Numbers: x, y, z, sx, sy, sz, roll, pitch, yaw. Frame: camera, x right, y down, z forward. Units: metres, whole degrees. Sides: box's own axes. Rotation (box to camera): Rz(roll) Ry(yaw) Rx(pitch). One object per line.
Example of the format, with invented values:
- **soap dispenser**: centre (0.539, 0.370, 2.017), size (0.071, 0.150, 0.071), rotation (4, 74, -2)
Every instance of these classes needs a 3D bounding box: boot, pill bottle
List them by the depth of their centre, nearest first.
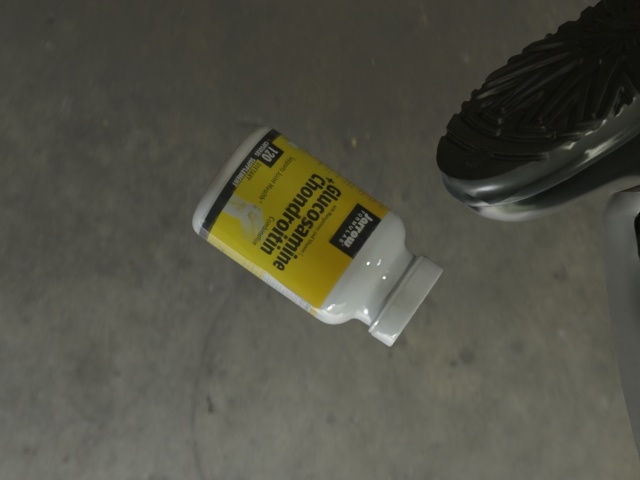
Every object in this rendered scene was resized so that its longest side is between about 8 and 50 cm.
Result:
- **pill bottle**: centre (0.000, 0.000, 1.400), size (0.184, 0.103, 0.103), rotation (34, 108, 3)
- **boot**: centre (0.306, 0.017, 1.463), size (0.367, 0.146, 0.445), rotation (-38, 123, -23)

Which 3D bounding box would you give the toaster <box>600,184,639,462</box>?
- **toaster**: centre (0.235, 0.038, 0.897), size (0.110, 0.186, 0.168), rotation (-14, 99, -33)
